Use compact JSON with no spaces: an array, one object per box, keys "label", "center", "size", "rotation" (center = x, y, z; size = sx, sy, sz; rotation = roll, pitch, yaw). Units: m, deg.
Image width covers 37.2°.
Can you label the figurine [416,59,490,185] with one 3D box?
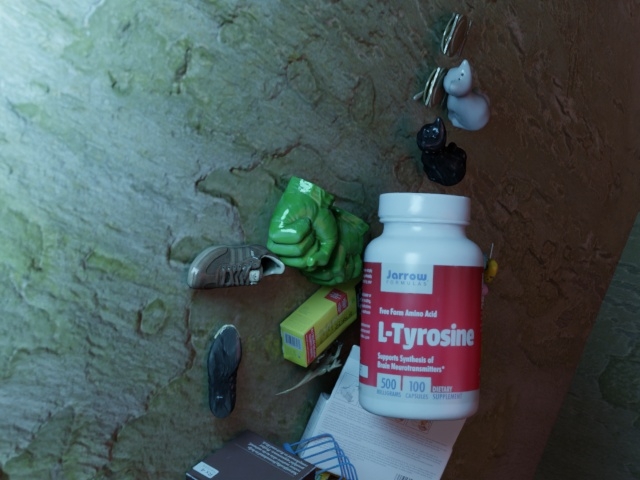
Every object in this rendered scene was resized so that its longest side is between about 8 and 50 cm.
[{"label":"figurine","center":[0.267,-0.242,1.936],"size":[0.215,0.092,0.209],"rotation":[-65,158,-8]}]

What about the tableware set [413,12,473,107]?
[{"label":"tableware set","center":[0.243,-0.363,1.913],"size":[0.128,0.039,0.194],"rotation":[-17,128,-67]}]

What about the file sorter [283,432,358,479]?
[{"label":"file sorter","center":[0.006,0.456,1.818],"size":[0.104,0.170,0.118],"rotation":[-16,102,-11]}]

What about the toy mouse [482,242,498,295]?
[{"label":"toy mouse","center":[0.413,0.089,2.435],"size":[0.143,0.031,0.161],"rotation":[-2,99,-54]}]

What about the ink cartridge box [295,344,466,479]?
[{"label":"ink cartridge box","center":[0.136,0.375,1.949],"size":[0.261,0.296,0.066],"rotation":[-66,-167,2]}]

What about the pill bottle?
[{"label":"pill bottle","center":[0.190,0.120,1.792],"size":[0.229,0.228,0.408],"rotation":[3,88,-58]}]

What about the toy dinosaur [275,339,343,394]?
[{"label":"toy dinosaur","center":[-0.003,0.245,1.840],"size":[0.183,0.053,0.092],"rotation":[-44,178,-40]}]

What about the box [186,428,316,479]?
[{"label":"box","center":[-0.125,0.487,1.699],"size":[0.167,0.168,0.203],"rotation":[-27,130,-47]}]

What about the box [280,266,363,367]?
[{"label":"box","center":[0.016,0.138,1.824],"size":[0.232,0.058,0.087],"rotation":[-38,137,-41]}]

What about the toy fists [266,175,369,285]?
[{"label":"toy fists","center":[0.000,0.000,1.684],"size":[0.279,0.096,0.142],"rotation":[34,79,-60]}]

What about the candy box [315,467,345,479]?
[{"label":"candy box","center":[-0.037,0.556,1.950],"size":[0.206,0.105,0.027],"rotation":[-64,-178,-10]}]

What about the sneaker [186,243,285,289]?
[{"label":"sneaker","center":[-0.131,0.043,1.522],"size":[0.188,0.071,0.066],"rotation":[-20,124,-53]}]

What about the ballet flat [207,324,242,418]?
[{"label":"ballet flat","center":[-0.166,0.219,1.611],"size":[0.057,0.049,0.173],"rotation":[4,110,-12]}]
